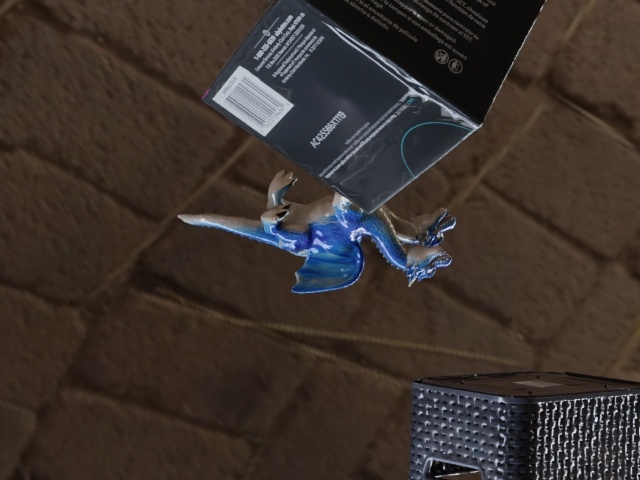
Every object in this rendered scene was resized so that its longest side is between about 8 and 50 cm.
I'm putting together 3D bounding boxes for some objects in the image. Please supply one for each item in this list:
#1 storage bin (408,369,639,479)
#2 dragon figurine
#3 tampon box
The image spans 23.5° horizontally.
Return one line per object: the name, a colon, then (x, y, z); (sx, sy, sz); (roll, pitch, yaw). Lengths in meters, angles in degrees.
storage bin: (0.168, 0.153, 1.220); (0.180, 0.122, 0.084); (0, 92, -42)
dragon figurine: (0.000, 0.000, 1.638); (0.289, 0.085, 0.144); (-14, 125, 6)
tampon box: (0.039, -0.118, 0.726); (0.101, 0.120, 0.161); (34, 61, -9)
